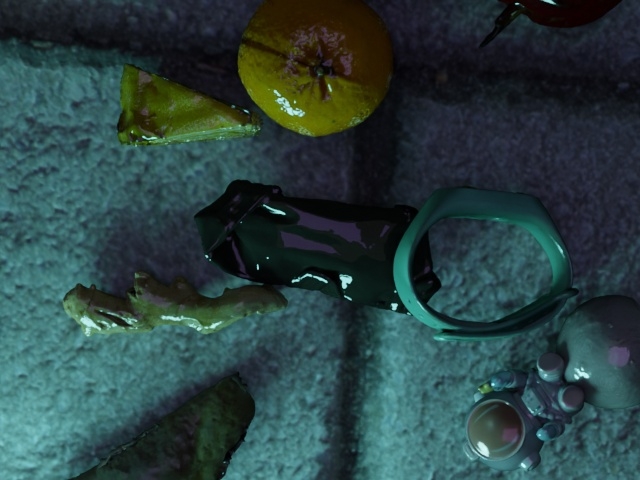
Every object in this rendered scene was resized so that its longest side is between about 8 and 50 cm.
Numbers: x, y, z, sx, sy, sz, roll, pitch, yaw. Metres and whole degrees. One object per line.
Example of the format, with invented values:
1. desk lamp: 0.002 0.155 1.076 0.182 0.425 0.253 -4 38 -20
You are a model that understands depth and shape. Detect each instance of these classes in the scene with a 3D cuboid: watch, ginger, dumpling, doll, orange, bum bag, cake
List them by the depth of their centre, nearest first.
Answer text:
1. orange: -0.006 -0.222 1.836 0.193 0.161 0.193 0 91 3
2. watch: 0.210 0.031 1.862 0.237 0.068 0.195 4 83 -20
3. doll: 0.299 0.189 1.872 0.287 0.151 0.151 -38 92 11
4. bum bag: 0.000 0.000 1.897 0.326 0.080 0.142 13 99 -3
5. cake: -0.168 -0.177 1.901 0.185 0.080 0.116 -12 81 13
6. ginger: -0.187 0.079 1.917 0.288 0.075 0.089 -5 89 7
7. dumpling: -0.205 0.320 1.924 0.332 0.086 0.166 -33 60 5

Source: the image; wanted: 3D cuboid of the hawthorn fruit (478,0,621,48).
1. hawthorn fruit: 0.263 -0.362 1.778 0.254 0.254 0.300 35 103 0
